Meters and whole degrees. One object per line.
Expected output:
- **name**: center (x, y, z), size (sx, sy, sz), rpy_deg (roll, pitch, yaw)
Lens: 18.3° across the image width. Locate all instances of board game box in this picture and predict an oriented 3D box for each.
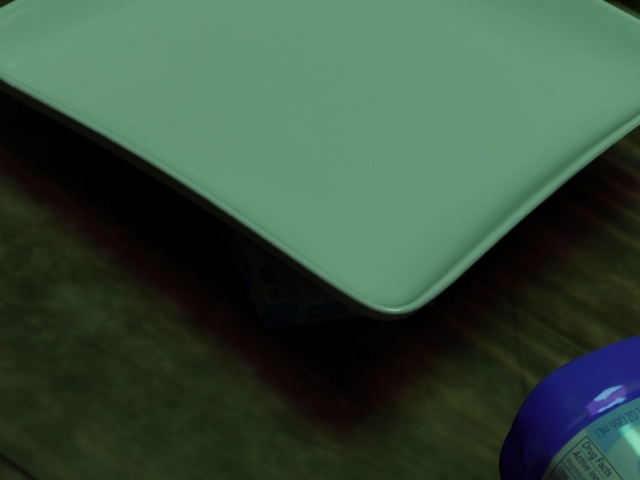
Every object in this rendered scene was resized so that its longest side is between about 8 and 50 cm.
- **board game box**: center (0.000, 0.000, 0.958), size (0.090, 0.020, 0.090), rpy_deg (-7, 47, -22)

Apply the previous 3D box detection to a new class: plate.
- **plate**: center (0.009, -0.081, 0.993), size (0.278, 0.045, 0.277), rpy_deg (31, 45, 24)

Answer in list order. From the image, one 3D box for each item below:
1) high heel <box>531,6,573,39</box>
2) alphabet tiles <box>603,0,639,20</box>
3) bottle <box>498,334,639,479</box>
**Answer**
- **high heel**: center (0.166, -0.216, 1.155), size (0.261, 0.093, 0.186), rpy_deg (-28, 62, -27)
- **alphabet tiles**: center (0.194, -0.173, 1.207), size (0.278, 0.021, 0.284), rpy_deg (37, 45, 25)
- **bottle**: center (0.191, 0.161, 0.794), size (0.118, 0.092, 0.283), rpy_deg (-14, 50, -32)
